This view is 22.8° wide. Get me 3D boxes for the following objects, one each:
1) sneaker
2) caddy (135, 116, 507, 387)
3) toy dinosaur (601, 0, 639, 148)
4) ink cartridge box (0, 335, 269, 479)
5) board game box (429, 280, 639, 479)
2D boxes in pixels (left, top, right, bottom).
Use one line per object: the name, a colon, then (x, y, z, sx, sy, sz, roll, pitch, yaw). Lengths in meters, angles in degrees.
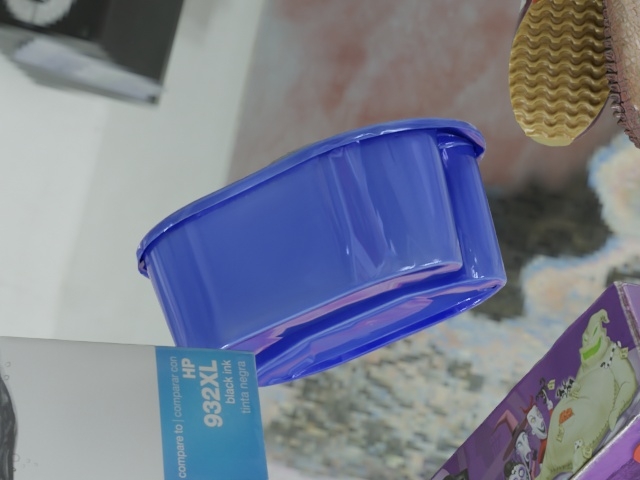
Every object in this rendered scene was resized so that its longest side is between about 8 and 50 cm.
sneaker: (0.151, -0.151, 0.952, 0.070, 0.185, 0.084, 6, -167, 12)
caddy: (0.000, 0.000, 1.430, 0.341, 0.179, 0.241, -24, 162, 20)
toy dinosaur: (0.249, -0.067, 0.913, 0.296, 0.200, 0.127, 24, -148, -10)
ink cartridge box: (-0.211, 0.171, 1.040, 0.307, 0.129, 0.223, 5, 143, -17)
board game box: (0.193, 0.115, 0.573, 0.347, 0.056, 0.208, 11, 141, -27)
